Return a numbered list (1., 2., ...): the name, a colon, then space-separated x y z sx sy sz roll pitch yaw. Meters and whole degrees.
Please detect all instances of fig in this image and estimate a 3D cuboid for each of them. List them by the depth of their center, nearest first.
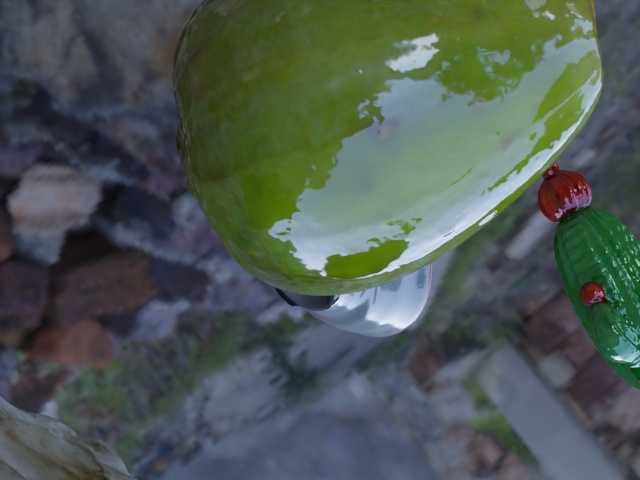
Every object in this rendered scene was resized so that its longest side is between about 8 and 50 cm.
1. fig: 0.049 -0.105 1.161 0.326 0.258 0.258 -22 167 16

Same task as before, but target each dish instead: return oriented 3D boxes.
1. dish: 0.000 0.000 1.745 0.085 0.260 0.260 -26 160 -37

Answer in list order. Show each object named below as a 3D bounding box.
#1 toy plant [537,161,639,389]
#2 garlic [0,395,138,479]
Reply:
1. toy plant: 0.286 0.033 1.562 0.088 0.240 0.155 -34 144 28
2. garlic: -0.218 0.217 1.010 0.212 0.218 0.218 -55 158 16
